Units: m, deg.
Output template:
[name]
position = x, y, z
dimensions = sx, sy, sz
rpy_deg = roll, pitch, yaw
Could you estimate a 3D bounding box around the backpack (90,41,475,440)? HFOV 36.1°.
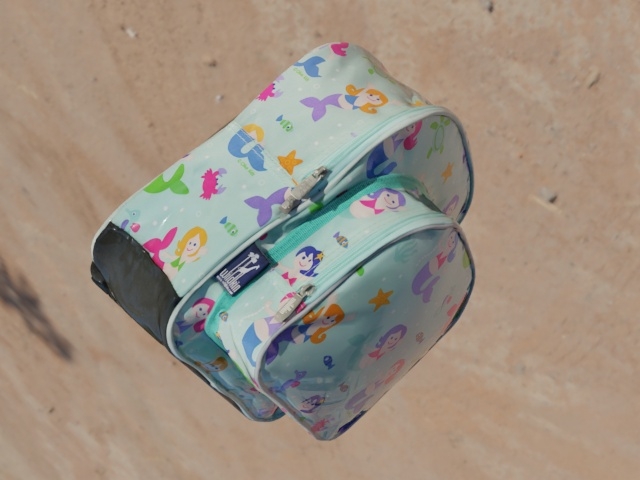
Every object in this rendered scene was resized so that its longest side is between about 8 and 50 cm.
[backpack]
position = 0.000, 0.000, 0.687
dimensions = 0.191, 0.253, 0.225
rpy_deg = 36, 168, 29
